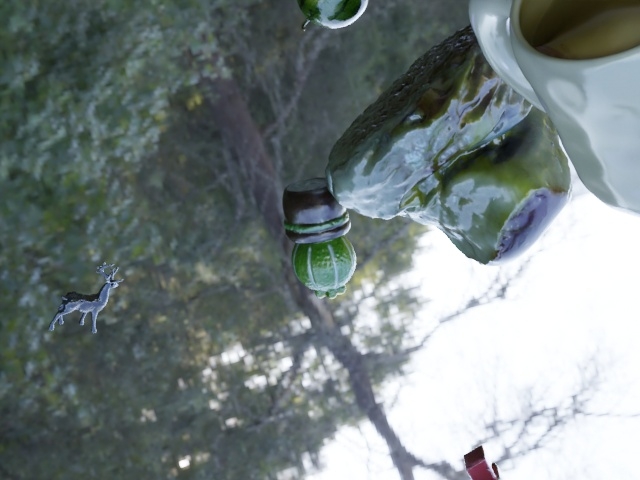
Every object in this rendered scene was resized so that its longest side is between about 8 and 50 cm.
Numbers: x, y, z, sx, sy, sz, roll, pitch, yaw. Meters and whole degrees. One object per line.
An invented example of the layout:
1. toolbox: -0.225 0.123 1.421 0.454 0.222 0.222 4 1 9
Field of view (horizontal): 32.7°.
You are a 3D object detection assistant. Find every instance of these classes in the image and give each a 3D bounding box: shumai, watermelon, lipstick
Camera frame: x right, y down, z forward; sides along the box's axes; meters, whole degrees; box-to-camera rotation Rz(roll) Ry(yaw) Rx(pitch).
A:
1. shumai: 0.187 -0.101 1.386 0.309 0.263 0.304 -39 -171 18
2. watermelon: 0.014 -0.326 1.430 0.109 0.109 0.109 -16 -171 3
3. lipstick: 0.239 0.354 1.406 0.051 0.312 0.051 -27 -139 5

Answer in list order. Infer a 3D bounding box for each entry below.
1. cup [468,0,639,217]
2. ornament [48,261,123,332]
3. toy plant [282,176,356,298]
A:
1. cup: 0.226 -0.125 0.873 0.255 0.202 0.173 -1 -126 37
2. ornament: -0.315 0.075 1.477 0.073 0.028 0.125 9 128 -38
3. toy plant: 0.000 0.000 1.492 0.092 0.162 0.093 -12 -163 3
